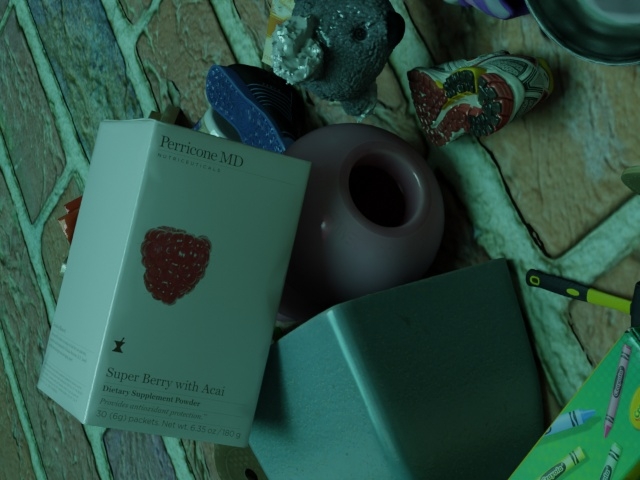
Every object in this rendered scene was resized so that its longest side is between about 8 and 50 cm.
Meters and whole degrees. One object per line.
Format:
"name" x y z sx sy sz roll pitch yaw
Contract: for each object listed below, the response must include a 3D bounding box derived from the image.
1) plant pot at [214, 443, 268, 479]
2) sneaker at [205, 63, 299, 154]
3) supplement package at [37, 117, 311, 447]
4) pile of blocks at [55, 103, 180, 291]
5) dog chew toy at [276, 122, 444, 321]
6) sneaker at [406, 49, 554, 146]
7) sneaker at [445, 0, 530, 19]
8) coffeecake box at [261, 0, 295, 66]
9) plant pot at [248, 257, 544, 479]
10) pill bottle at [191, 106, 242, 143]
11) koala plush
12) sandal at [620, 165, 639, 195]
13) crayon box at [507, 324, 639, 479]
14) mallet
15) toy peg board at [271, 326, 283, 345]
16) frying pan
"plant pot" -0.051 0.261 1.493 0.237 0.110 0.237 19 124 30
"sneaker" -0.060 -0.150 1.545 0.232 0.090 0.081 57 139 35
"supplement package" -0.150 0.038 1.230 0.175 0.177 0.293 10 88 63
"pile of blocks" -0.300 -0.065 1.725 0.149 0.112 0.362 115 170 -51
"dog chew toy" 0.000 0.000 1.401 0.332 0.206 0.206 -38 63 58
"sneaker" 0.162 -0.149 1.258 0.225 0.093 0.088 18 129 67
"sneaker" 0.199 -0.315 1.180 0.104 0.095 0.236 46 134 33
"coffeecake box" 0.007 -0.285 1.459 0.142 0.068 0.185 34 120 48
"plant pot" 0.086 0.196 1.270 0.248 0.247 0.252 -35 74 50
"pill bottle" -0.160 -0.097 1.658 0.169 0.094 0.094 -47 56 29
"koala plush" 0.024 -0.244 1.266 0.203 0.196 0.221 5 84 29
"sandal" 0.370 -0.057 0.997 0.240 0.088 0.079 15 74 46
"crayon box" 0.272 0.186 1.058 0.081 0.165 0.278 57 135 33
"mallet" 0.265 0.064 1.172 0.189 0.039 0.062 6 101 59
"toy peg board" -0.126 0.135 1.583 0.160 0.161 0.079 62 -163 -49
"frying pan" 0.308 -0.269 1.042 0.326 0.053 0.197 -18 95 44
